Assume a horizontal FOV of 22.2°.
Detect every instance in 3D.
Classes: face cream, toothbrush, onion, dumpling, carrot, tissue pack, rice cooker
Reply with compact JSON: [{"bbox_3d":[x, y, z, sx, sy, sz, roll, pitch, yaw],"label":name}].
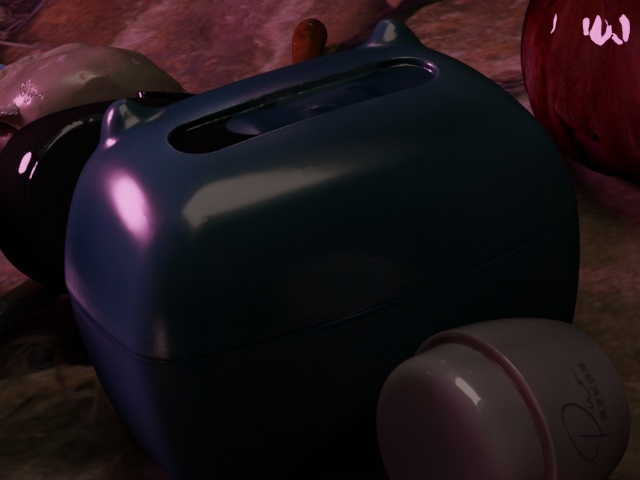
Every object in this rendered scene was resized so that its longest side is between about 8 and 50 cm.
[{"bbox_3d":[0.096,0.099,0.861,0.104,0.117,0.117,-18,31,-33],"label":"face cream"},{"bbox_3d":[-0.189,0.033,1.120,0.028,0.037,0.375,16,34,29],"label":"toothbrush"},{"bbox_3d":[0.298,-0.196,1.166,0.348,0.285,0.347,-15,26,7],"label":"onion"},{"bbox_3d":[-0.177,-0.102,1.273,0.199,0.118,0.136,15,31,-1],"label":"dumpling"},{"bbox_3d":[-0.011,-0.165,1.423,0.032,0.032,0.093,-3,35,6],"label":"carrot"},{"bbox_3d":[0.000,0.000,0.954,0.287,0.206,0.198,-20,28,-18],"label":"tissue pack"},{"bbox_3d":[-0.123,-0.029,1.090,0.203,0.142,0.118,-4,6,-38],"label":"rice cooker"}]

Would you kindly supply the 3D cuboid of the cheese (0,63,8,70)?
[{"bbox_3d":[-0.326,-0.156,1.464,0.256,0.037,0.106,14,37,33],"label":"cheese"}]
